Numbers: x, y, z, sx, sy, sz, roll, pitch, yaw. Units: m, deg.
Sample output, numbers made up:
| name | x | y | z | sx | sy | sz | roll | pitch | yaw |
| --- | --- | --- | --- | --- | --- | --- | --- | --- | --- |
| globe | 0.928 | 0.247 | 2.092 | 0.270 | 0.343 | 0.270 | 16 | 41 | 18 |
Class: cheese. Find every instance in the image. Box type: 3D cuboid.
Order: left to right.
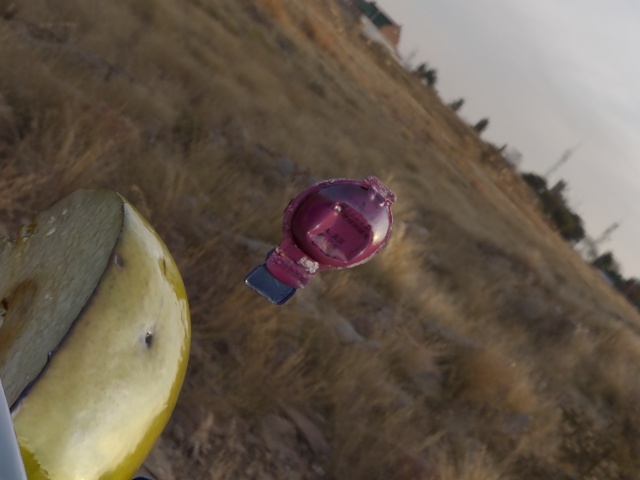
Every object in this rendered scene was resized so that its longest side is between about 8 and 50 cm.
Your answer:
| name | x | y | z | sx | sy | sz | roll | pitch | yaw |
| --- | --- | --- | --- | --- | --- | --- | --- | --- | --- |
| cheese | 0.000 | 0.000 | 1.261 | 0.155 | 0.244 | 0.062 | 37 | 24 | -27 |

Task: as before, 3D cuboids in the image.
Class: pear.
| name | x | y | z | sx | sy | sz | roll | pitch | yaw |
| --- | --- | --- | --- | --- | --- | --- | --- | --- | --- |
| pear | -0.244 | 0.136 | 0.871 | 0.191 | 0.340 | 0.386 | 43 | 24 | -29 |

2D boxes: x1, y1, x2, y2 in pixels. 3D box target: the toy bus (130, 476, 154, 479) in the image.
| name | x | y | z | sx | sy | sz | roll | pitch | yaw |
| --- | --- | --- | --- | --- | --- | --- | --- | --- | --- |
| toy bus | -0.237 | 0.379 | 0.869 | 0.138 | 0.288 | 0.175 | 49 | 14 | -15 |

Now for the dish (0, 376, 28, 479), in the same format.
| name | x | y | z | sx | sy | sz | roll | pitch | yaw |
| --- | --- | --- | --- | --- | --- | --- | --- | --- | --- |
| dish | -0.149 | 0.026 | 0.201 | 0.273 | 0.134 | 0.273 | 164 | -90 | -71 |
